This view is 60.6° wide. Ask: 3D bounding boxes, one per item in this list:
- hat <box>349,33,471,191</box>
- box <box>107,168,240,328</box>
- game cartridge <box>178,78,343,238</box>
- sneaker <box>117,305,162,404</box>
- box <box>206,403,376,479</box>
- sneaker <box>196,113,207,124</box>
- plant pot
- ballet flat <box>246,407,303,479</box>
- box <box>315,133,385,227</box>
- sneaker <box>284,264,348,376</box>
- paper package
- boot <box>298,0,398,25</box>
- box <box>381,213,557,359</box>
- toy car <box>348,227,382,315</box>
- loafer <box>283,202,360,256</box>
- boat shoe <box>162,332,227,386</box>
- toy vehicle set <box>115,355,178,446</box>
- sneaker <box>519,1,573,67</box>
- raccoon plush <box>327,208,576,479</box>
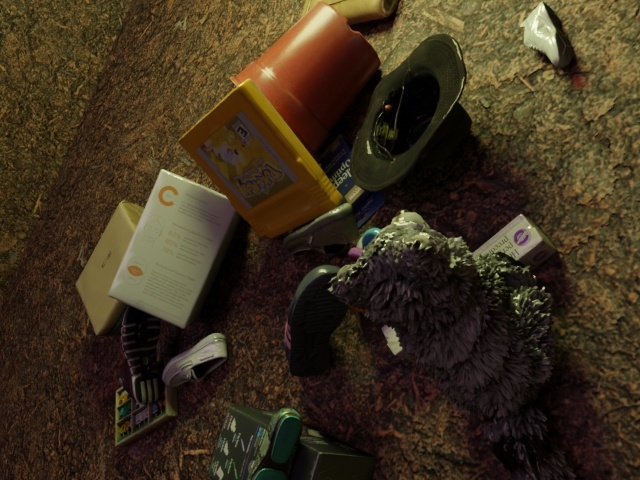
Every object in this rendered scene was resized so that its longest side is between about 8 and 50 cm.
[{"bbox_3d":[0.197,-0.219,1.062,0.331,0.133,0.331,-46,32,40],"label":"hat"},{"bbox_3d":[-0.365,0.020,1.430,0.168,0.215,0.345,-108,42,-88],"label":"box"},{"bbox_3d":[-0.142,-0.160,1.230,0.285,0.324,0.053,-23,20,47],"label":"game cartridge"},{"bbox_3d":[-0.518,0.306,1.507,0.162,0.106,0.282,-16,76,47],"label":"sneaker"},{"bbox_3d":[-0.059,0.424,1.028,0.270,0.165,0.143,6,76,46],"label":"box"},{"bbox_3d":[-0.301,-0.323,1.643,0.228,0.086,0.132,-34,54,30],"label":"sneaker"},{"bbox_3d":[-0.020,-0.378,1.265,0.265,0.272,0.272,-47,46,8],"label":"plant pot"},{"bbox_3d":[-0.081,0.370,0.917,0.070,0.070,0.188,20,82,47],"label":"ballet flat"},{"bbox_3d":[0.050,-0.124,1.243,0.136,0.036,0.225,-46,48,22],"label":"box"},{"bbox_3d":[-0.022,0.134,1.069,0.319,0.112,0.131,106,159,-44],"label":"sneaker"},{"bbox_3d":[-0.582,0.097,1.690,0.325,0.168,0.309,-58,43,9],"label":"paper package"},{"bbox_3d":[0.058,-0.550,1.374,0.269,0.089,0.236,5,84,42],"label":"boot"},{"bbox_3d":[0.244,0.089,0.937,0.324,0.067,0.063,-43,49,23],"label":"box"},{"bbox_3d":[0.104,0.056,1.038,0.159,0.136,0.182,18,87,48],"label":"toy car"},{"bbox_3d":[0.000,0.000,1.177,0.087,0.094,0.251,61,150,0],"label":"loafer"},{"bbox_3d":[-0.324,0.324,1.396,0.226,0.083,0.076,-42,47,24],"label":"boat shoe"},{"bbox_3d":[-0.496,0.459,1.548,0.267,0.035,0.166,-36,51,30],"label":"toy vehicle set"},{"bbox_3d":[0.402,-0.355,0.978,0.061,0.053,0.152,-37,44,41],"label":"sneaker"},{"bbox_3d":[0.208,0.157,0.717,0.216,0.299,0.446,-44,59,23],"label":"raccoon plush"}]
